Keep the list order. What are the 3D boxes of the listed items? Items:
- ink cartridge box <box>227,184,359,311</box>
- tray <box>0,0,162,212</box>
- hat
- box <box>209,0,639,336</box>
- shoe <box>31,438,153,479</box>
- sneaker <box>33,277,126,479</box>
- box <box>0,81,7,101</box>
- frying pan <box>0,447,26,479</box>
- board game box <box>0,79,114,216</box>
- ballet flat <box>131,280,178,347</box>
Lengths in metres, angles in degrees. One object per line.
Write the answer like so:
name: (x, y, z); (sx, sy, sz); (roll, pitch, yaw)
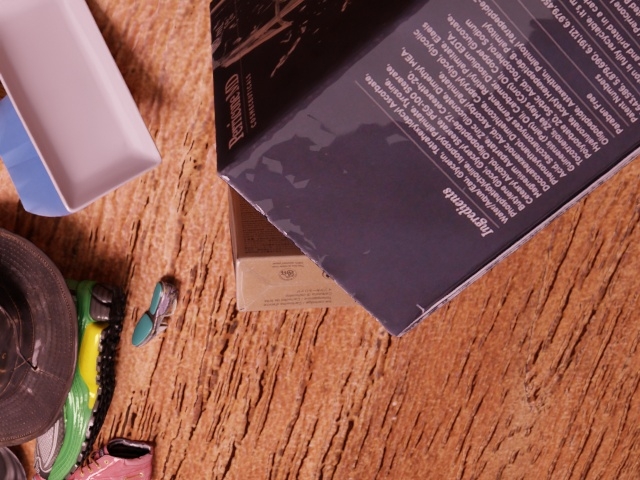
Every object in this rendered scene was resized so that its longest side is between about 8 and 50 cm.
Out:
ink cartridge box: (0.000, 0.000, 1.836); (0.235, 0.193, 0.088); (-2, 123, -5)
tray: (-0.312, -0.183, 1.714); (0.145, 0.030, 0.270); (-32, 105, -27)
hat: (-0.475, 0.143, 1.833); (0.331, 0.134, 0.331); (6, 107, 19)
box: (0.144, -0.234, 1.544); (0.472, 0.480, 0.297); (-41, 116, 16)
shoe: (-0.336, 0.336, 2.080); (0.178, 0.063, 0.081); (3, 120, -15)
sneaker: (-0.366, 0.191, 1.964); (0.146, 0.134, 0.343); (14, 118, 4)
box: (-0.471, -0.190, 1.737); (0.324, 0.067, 0.063); (27, 112, -20)
frying pan: (-0.501, 0.398, 2.099); (0.197, 0.053, 0.326); (-29, 120, 10)
board game box: (-0.336, -0.114, 1.735); (0.133, 0.033, 0.168); (-30, 104, -29)
ballet flat: (-0.227, 0.107, 1.966); (0.041, 0.041, 0.114); (19, 118, -17)
